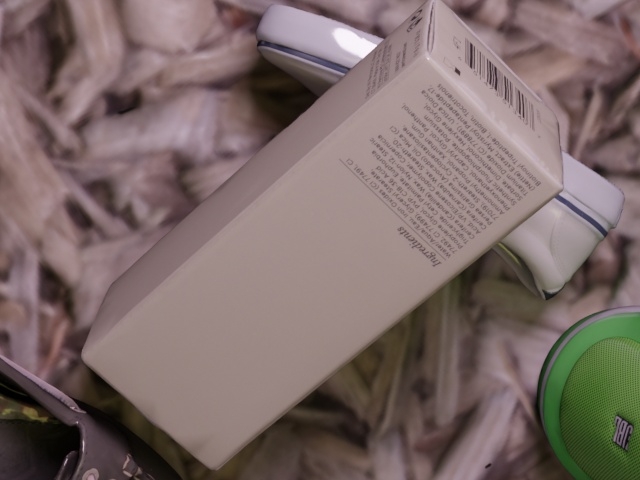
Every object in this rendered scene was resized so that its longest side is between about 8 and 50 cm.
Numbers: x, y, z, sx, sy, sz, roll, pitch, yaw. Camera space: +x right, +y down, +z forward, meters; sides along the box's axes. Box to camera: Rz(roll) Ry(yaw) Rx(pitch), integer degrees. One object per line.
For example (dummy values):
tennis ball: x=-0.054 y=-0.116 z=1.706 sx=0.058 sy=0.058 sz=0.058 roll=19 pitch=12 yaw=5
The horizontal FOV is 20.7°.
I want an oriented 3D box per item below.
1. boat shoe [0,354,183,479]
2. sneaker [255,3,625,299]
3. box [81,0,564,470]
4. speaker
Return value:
boat shoe: x=-0.202 y=0.118 z=1.008 sx=0.335 sy=0.095 sz=0.112 roll=38 pitch=90 yaw=-16
sneaker: x=0.065 y=-0.048 z=1.041 sx=0.258 sy=0.094 sz=0.091 roll=30 pitch=88 yaw=-16
box: x=0.000 y=0.000 z=0.980 sx=0.275 sy=0.094 sz=0.113 roll=-39 pitch=108 yaw=23
speaker: x=0.224 y=0.121 z=1.000 sx=0.131 sy=0.296 sz=0.131 roll=-2 pitch=100 yaw=-12
